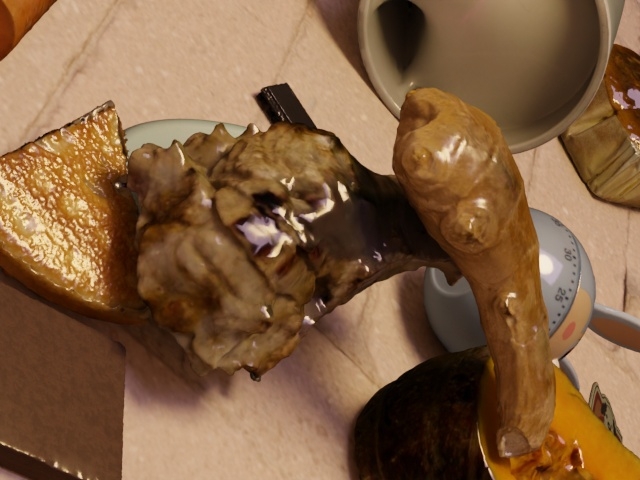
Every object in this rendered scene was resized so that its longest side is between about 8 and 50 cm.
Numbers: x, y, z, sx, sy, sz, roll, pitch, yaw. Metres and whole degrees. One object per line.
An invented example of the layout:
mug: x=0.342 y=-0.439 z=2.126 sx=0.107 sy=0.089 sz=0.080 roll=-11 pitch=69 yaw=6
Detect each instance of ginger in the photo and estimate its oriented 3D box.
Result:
ginger: x=0.126 y=0.023 z=1.218 sx=0.131 sy=0.086 sz=0.295 roll=-45 pitch=119 yaw=-70

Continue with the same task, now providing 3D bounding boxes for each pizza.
pizza: x=-0.189 y=-0.035 z=1.167 sx=0.184 sy=0.036 sz=0.176 roll=26 pitch=53 yaw=-33

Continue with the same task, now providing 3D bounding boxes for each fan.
fan: x=0.264 y=0.245 z=1.519 sx=0.132 sy=0.009 sz=0.220 roll=56 pitch=36 yaw=-44

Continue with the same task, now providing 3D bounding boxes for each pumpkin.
pumpkin: x=0.179 y=0.216 z=1.356 sx=0.317 sy=0.139 sz=0.222 roll=44 pitch=38 yaw=-12

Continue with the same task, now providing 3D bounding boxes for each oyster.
oyster: x=0.002 y=0.008 z=1.240 sx=0.337 sy=0.133 sz=0.198 roll=0 pitch=89 yaw=-46

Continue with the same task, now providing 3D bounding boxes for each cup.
cup: x=0.150 y=-0.281 z=1.717 sx=0.356 sy=0.259 sz=0.274 roll=22 pitch=32 yaw=7

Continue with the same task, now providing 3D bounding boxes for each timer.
timer: x=0.202 y=0.083 z=1.496 sx=0.255 sy=0.175 sz=0.175 roll=51 pitch=31 yaw=-20

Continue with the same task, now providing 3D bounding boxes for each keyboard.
keyboard: x=0.007 y=-0.063 z=1.500 sx=0.195 sy=0.018 sz=0.060 roll=58 pitch=24 yaw=4

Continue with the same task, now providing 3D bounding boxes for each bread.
bread: x=0.384 y=-0.143 z=1.986 sx=0.210 sy=0.110 sz=0.192 roll=13 pitch=49 yaw=-47

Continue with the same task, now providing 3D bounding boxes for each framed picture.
framed picture: x=-0.203 y=0.091 z=1.069 sx=0.168 sy=0.023 sz=0.128 roll=31 pitch=38 yaw=-33

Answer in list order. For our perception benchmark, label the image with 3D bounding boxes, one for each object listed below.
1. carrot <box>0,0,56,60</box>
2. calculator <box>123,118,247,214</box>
carrot: x=-0.231 y=-0.256 z=1.266 sx=0.138 sy=0.138 sz=0.302 roll=38 pitch=42 yaw=-25
calculator: x=-0.068 y=-0.019 z=1.331 sx=0.295 sy=0.042 sz=0.184 roll=2 pitch=59 yaw=-51
